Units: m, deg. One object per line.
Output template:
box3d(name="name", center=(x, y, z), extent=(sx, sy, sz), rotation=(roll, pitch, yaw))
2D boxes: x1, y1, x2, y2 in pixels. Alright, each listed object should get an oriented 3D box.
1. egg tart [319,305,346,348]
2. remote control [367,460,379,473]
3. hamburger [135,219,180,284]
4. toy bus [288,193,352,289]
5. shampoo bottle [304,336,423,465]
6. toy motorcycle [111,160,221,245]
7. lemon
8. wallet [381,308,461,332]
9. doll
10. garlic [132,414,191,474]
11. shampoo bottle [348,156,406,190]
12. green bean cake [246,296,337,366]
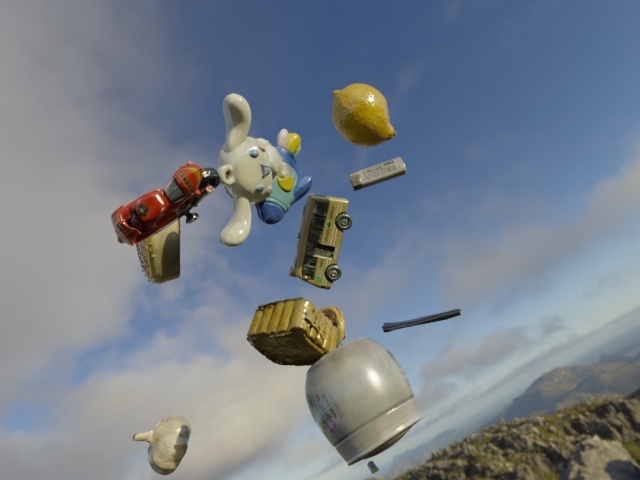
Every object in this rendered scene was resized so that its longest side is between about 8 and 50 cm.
box3d(name="egg tart", center=(0.037, 0.433, 1.954), extent=(0.241, 0.241, 0.106), rotation=(-40, -49, 20))
box3d(name="remote control", center=(0.184, 0.797, 1.447), extent=(0.034, 0.016, 0.091), rotation=(-25, -10, -11))
box3d(name="hamburger", center=(-0.543, 0.007, 1.372), extent=(0.151, 0.227, 0.295), rotation=(0, -65, -23))
box3d(name="toy bus", center=(0.000, 0.000, 1.643), extent=(0.202, 0.365, 0.177), rotation=(10, 7, -7))
box3d(name="shampoo bottle", center=(0.109, 0.423, 1.093), extent=(0.273, 0.266, 0.273), rotation=(-24, -29, -14))
box3d(name="toy motorcycle", center=(-0.363, -0.073, 0.943), extent=(0.298, 0.089, 0.171), rotation=(-34, -7, 7))
box3d(name="lemon", center=(0.132, -0.396, 1.313), extent=(0.187, 0.244, 0.187), rotation=(-50, 1, 1))
box3d(name="wallet", center=(0.364, 0.289, 1.490), extent=(0.285, 0.030, 0.146), rotation=(-16, -7, 12))
box3d(name="doll", center=(-0.153, -0.185, 1.174), extent=(0.365, 0.187, 0.376), rotation=(-10, -58, -60))
box3d(name="garlic", center=(-0.632, 0.788, 1.621), extent=(0.212, 0.218, 0.218), rotation=(28, -55, -22))
box3d(name="shampoo bottle", center=(0.234, -0.274, 1.694), extent=(0.227, 0.086, 0.056), rotation=(-19, -40, 5))
box3d(name="green bean cake", center=(-0.080, 0.282, 1.252), extent=(0.229, 0.131, 0.224), rotation=(-15, -47, 27))
